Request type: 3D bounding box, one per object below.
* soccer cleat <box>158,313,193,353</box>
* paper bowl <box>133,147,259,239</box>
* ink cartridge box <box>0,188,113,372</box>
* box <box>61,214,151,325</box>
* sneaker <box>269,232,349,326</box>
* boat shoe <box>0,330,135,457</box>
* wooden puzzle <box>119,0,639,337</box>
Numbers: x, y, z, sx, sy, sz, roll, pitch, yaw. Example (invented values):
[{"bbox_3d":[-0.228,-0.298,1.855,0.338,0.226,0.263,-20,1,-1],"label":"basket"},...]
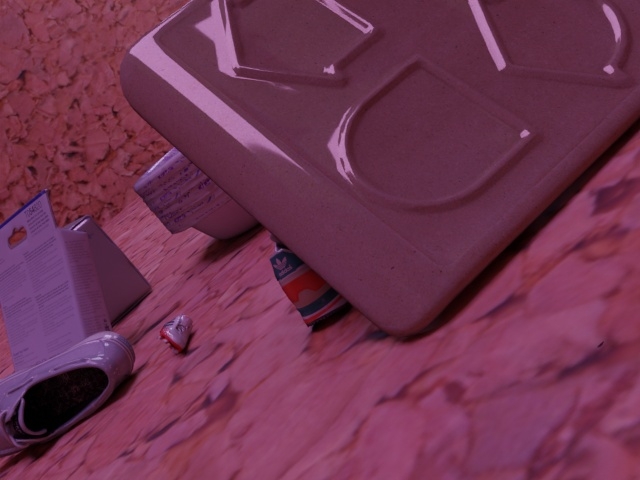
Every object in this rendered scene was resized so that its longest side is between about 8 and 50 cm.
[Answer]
[{"bbox_3d":[-0.147,0.093,0.825,0.035,0.029,0.083,-45,10,-8],"label":"soccer cleat"},{"bbox_3d":[-0.112,-0.111,1.132,0.284,0.148,0.284,-35,15,11],"label":"paper bowl"},{"bbox_3d":[-0.352,0.071,1.029,0.045,0.224,0.223,-11,-9,-45],"label":"ink cartridge box"},{"bbox_3d":[-0.383,0.063,1.252,0.127,0.149,0.232,-44,15,-22],"label":"box"},{"bbox_3d":[0.000,0.000,0.655,0.057,0.075,0.161,-31,16,25],"label":"sneaker"},{"bbox_3d":[-0.301,0.174,0.847,0.227,0.079,0.081,-32,11,12],"label":"boat shoe"},{"bbox_3d":[0.071,-0.136,0.602,0.348,0.322,0.080,-43,-27,-12],"label":"wooden puzzle"}]
